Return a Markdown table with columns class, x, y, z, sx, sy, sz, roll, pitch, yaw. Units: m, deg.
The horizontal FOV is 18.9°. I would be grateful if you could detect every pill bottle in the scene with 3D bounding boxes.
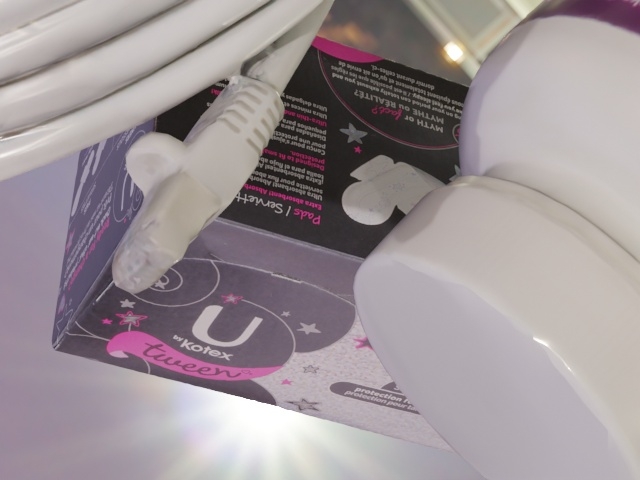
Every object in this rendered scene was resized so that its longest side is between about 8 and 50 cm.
| class | x | y | z | sx | sy | sz | roll | pitch | yaw |
| --- | --- | --- | --- | --- | --- | --- | --- | --- | --- |
| pill bottle | 0.156 | -0.043 | 0.674 | 0.169 | 0.301 | 0.169 | 40 | 158 | 20 |

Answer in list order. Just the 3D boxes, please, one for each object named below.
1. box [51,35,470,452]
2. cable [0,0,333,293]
| class | x | y | z | sx | sy | sz | roll | pitch | yaw |
| --- | --- | --- | --- | --- | --- | --- | --- | --- | --- |
| box | 0.000 | 0.000 | 1.037 | 0.247 | 0.163 | 0.142 | 17 | -128 | -17 |
| cable | -0.089 | -0.111 | 0.417 | 0.257 | 0.257 | 0.089 | 11 | 142 | 31 |
